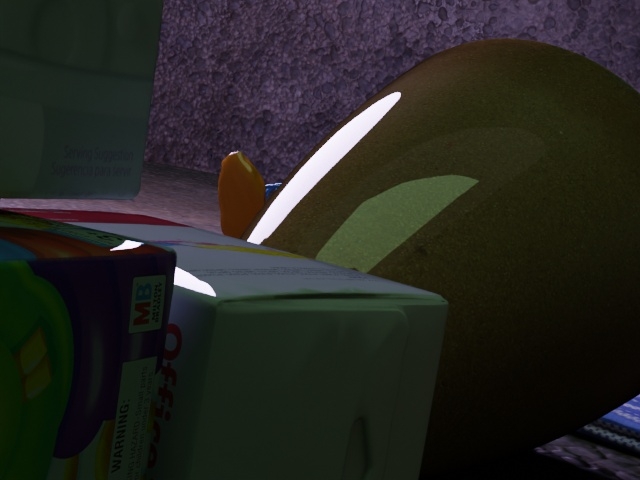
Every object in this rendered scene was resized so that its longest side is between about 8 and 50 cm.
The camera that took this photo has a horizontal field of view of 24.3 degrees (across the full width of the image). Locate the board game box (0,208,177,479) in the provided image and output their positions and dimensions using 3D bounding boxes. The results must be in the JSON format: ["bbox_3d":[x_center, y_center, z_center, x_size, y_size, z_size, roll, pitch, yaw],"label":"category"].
[{"bbox_3d":[-0.171,0.060,0.371,0.144,0.142,0.275,11,6,22],"label":"board game box"}]

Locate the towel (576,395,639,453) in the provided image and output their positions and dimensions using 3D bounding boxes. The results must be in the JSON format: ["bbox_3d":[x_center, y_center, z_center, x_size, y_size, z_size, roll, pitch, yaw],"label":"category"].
[{"bbox_3d":[0.343,0.130,1.019,0.243,0.040,0.336,13,7,43],"label":"towel"}]

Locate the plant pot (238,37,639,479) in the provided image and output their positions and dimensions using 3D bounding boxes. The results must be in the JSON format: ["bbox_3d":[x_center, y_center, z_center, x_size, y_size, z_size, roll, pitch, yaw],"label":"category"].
[{"bbox_3d":[0.051,0.029,0.789,0.237,0.237,0.254,12,21,30],"label":"plant pot"}]

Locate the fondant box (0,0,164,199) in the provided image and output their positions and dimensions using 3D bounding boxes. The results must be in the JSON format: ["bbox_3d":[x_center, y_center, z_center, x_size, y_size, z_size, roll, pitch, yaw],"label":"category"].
[{"bbox_3d":[-0.136,-0.179,0.430,0.096,0.330,0.238,10,6,28],"label":"fondant box"}]

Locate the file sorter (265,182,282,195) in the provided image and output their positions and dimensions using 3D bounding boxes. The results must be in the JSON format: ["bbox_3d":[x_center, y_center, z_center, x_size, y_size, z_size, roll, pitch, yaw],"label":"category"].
[{"bbox_3d":[0.000,0.000,1.437,0.118,0.104,0.170,10,6,11],"label":"file sorter"}]

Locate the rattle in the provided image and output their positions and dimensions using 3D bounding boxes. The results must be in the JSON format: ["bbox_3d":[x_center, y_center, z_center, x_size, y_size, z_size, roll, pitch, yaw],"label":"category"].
[{"bbox_3d":[0.010,0.012,1.200,0.200,0.142,0.130,1,-11,-16],"label":"rattle"}]

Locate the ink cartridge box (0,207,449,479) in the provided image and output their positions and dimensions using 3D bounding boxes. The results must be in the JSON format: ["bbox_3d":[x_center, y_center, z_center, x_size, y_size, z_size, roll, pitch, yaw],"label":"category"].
[{"bbox_3d":[-0.063,0.064,0.569,0.176,0.128,0.127,13,7,40],"label":"ink cartridge box"}]
